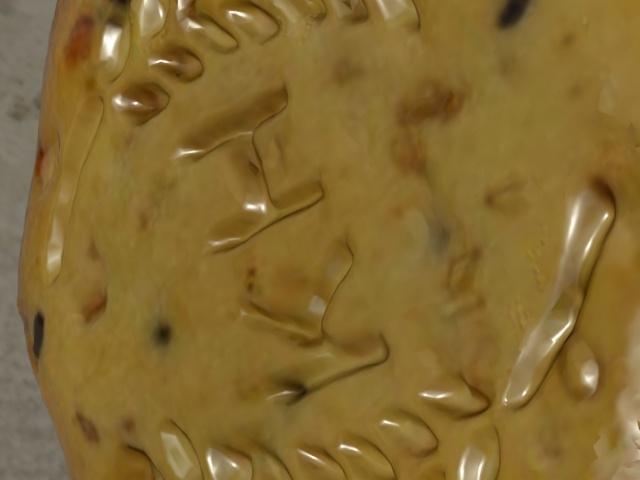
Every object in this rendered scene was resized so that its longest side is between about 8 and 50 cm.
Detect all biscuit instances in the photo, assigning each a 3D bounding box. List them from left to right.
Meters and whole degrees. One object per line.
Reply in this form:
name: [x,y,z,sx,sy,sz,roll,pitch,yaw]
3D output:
biscuit: [0.000,0.001,0.614,0.046,0.359,0.359,1,113,-43]
